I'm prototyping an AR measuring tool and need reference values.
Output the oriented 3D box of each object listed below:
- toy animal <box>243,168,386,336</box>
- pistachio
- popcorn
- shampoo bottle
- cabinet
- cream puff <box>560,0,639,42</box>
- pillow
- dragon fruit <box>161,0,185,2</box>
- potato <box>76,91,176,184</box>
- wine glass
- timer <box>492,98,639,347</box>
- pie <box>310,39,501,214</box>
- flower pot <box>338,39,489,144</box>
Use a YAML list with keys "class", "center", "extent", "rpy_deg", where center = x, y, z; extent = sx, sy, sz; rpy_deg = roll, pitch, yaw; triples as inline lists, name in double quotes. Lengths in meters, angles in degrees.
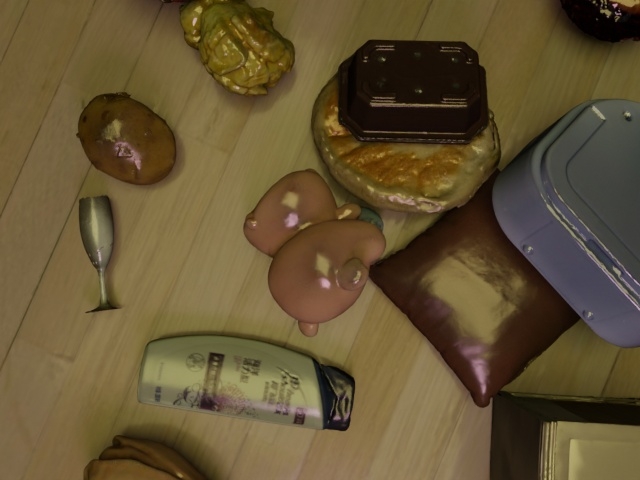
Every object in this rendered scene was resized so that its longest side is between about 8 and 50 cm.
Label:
- class: "toy animal"
  center: [-0.018, 0.003, 1.236]
  extent: [0.221, 0.210, 0.230]
  rpy_deg: [31, 53, -7]
- class: "pistachio"
  center: [-0.257, 0.446, 1.239]
  extent: [0.293, 0.162, 0.181]
  rpy_deg: [40, 118, -1]
- class: "popcorn"
  center: [-0.133, -0.344, 1.278]
  extent: [0.168, 0.173, 0.195]
  rpy_deg: [-9, 57, -36]
- class: "shampoo bottle"
  center: [-0.121, 0.236, 1.288]
  extent: [0.359, 0.078, 0.134]
  rpy_deg: [8, 85, 0]
- class: "cabinet"
  center: [0.456, 0.376, 1.189]
  extent: [0.317, 0.290, 0.228]
  rpy_deg: [3, 87, -2]
- class: "cream puff"
  center: [0.517, -0.451, 1.279]
  extent: [0.239, 0.165, 0.239]
  rpy_deg: [0, 92, 1]
- class: "pillow"
  center: [0.289, 0.071, 1.287]
  extent: [0.308, 0.108, 0.305]
  rpy_deg: [-39, 85, -6]
- class: "dragon fruit"
  center: [-0.265, -0.530, 1.237]
  extent: [0.315, 0.250, 0.250]
  rpy_deg: [37, 88, 22]
- class: "potato"
  center: [-0.328, -0.170, 1.277]
  extent: [0.176, 0.137, 0.137]
  rpy_deg: [31, 88, -2]
- class: "wine glass"
  center: [-0.383, 0.023, 1.300]
  extent: [0.066, 0.066, 0.198]
  rpy_deg: [-7, 88, -1]
- class: "timer"
  center: [0.492, -0.049, 1.231]
  extent: [0.394, 0.173, 0.395]
  rpy_deg: [9, 65, -19]
- class: "pie"
  center: [0.148, -0.192, 1.288]
  extent: [0.339, 0.077, 0.339]
  rpy_deg: [1, 70, -1]
- class: "flower pot"
  center: [0.154, -0.254, 1.226]
  extent: [0.250, 0.084, 0.179]
  rpy_deg: [2, 70, -1]
